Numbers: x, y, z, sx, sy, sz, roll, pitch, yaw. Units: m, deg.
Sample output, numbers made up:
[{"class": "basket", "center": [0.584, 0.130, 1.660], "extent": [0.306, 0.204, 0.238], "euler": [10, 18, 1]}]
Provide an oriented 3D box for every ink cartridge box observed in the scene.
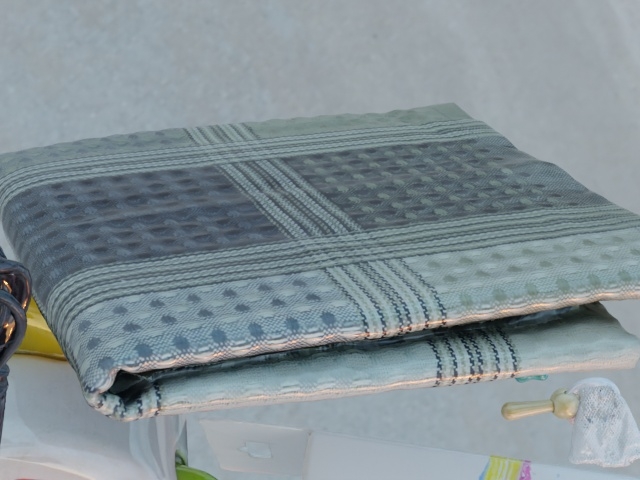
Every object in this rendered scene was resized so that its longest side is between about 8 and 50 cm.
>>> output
[{"class": "ink cartridge box", "center": [0.087, 0.218, 0.989], "extent": [0.207, 0.354, 0.119], "euler": [85, 14, -71]}]

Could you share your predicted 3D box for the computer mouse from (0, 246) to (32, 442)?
[{"class": "computer mouse", "center": [-0.155, 0.070, 0.347], "extent": [0.042, 0.106, 0.193], "euler": [36, 38, 22]}]

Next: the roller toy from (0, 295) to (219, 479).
[{"class": "roller toy", "center": [-0.174, 0.133, 0.838], "extent": [0.209, 0.191, 0.146], "euler": [46, 21, -32]}]

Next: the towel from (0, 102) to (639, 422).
[{"class": "towel", "center": [0.000, 0.000, 0.780], "extent": [0.324, 0.056, 0.312], "euler": [-8, 23, -19]}]

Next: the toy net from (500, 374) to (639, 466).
[{"class": "toy net", "center": [0.204, 0.115, 1.313], "extent": [0.232, 0.122, 0.045], "euler": [34, 2, 1]}]
